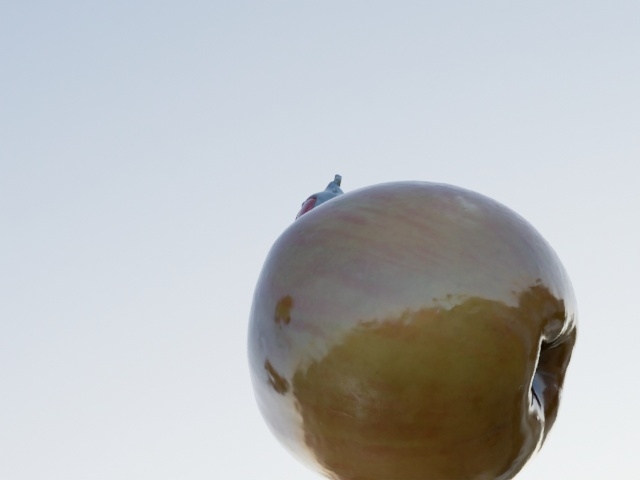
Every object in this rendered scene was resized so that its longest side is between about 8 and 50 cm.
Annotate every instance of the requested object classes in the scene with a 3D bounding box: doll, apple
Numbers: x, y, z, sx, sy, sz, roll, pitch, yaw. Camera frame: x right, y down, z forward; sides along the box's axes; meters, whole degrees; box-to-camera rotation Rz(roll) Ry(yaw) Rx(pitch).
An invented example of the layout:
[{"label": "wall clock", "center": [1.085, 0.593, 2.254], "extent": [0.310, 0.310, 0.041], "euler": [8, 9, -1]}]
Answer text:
[{"label": "doll", "center": [0.000, 0.000, 1.449], "extent": [0.075, 0.227, 0.102], "euler": [15, -44, 1]}, {"label": "apple", "center": [0.077, 0.074, 0.888], "extent": [0.242, 0.241, 0.242], "euler": [-18, -65, -43]}]
